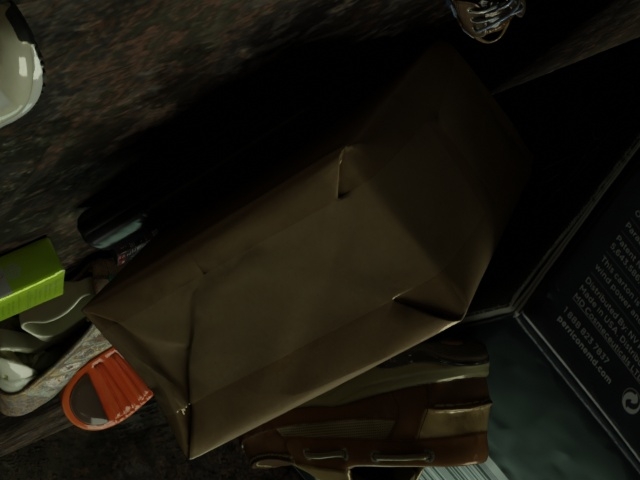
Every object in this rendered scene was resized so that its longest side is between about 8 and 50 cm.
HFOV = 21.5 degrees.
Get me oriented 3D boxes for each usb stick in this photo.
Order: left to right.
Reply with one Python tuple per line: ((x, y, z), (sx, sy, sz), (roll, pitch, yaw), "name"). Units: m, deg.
((-0.099, -0.067, 1.478), (0.278, 0.045, 0.077), (-30, 170, 27), "usb stick")

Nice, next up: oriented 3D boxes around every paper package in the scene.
((0.000, 0.000, 1.475), (0.309, 0.168, 0.325), (-31, -169, 26), "paper package")

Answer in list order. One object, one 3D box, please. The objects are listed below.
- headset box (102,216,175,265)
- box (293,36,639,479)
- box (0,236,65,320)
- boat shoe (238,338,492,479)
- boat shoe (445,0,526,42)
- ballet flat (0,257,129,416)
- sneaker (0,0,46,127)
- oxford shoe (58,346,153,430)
((-0.180, -0.006, 1.690), (0.083, 0.032, 0.062), (-24, 172, -10), "headset box")
((0.235, 0.053, 1.706), (0.480, 0.297, 0.472), (-18, -153, 54), "box")
((-0.329, 0.060, 1.587), (0.178, 0.042, 0.109), (-24, 172, -14), "box")
((0.032, 0.174, 1.470), (0.122, 0.120, 0.324), (-5, 167, -33), "boat shoe")
((0.126, -0.192, 1.277), (0.066, 0.066, 0.183), (-27, 173, 7), "boat shoe")
((-0.303, 0.101, 1.860), (0.106, 0.108, 0.316), (10, 143, -44), "ballet flat")
((-0.212, -0.076, 0.930), (0.075, 0.057, 0.161), (-28, 179, -39), "sneaker")
((-0.198, 0.099, 2.223), (0.363, 0.130, 0.133), (-32, -153, -7), "oxford shoe")
